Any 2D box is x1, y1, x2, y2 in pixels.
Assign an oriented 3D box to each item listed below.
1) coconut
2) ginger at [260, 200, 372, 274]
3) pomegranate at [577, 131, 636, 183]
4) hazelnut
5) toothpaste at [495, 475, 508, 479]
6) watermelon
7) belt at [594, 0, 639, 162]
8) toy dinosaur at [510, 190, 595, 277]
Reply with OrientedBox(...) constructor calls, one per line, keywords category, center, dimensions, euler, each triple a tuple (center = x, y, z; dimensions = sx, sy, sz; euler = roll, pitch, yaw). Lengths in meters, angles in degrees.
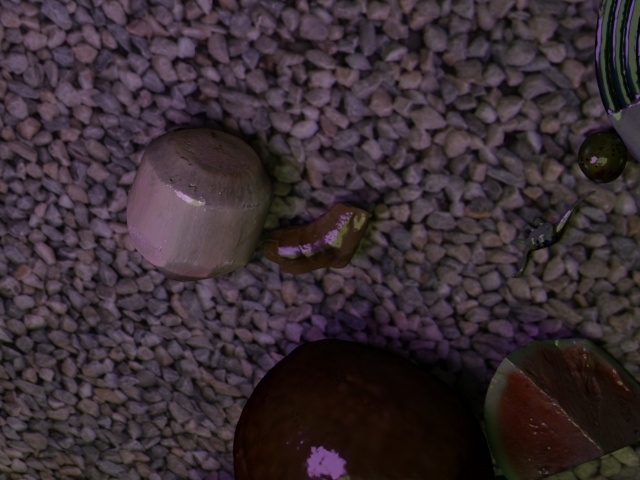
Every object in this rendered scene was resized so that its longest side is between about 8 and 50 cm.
OrientedBox(category="coconut", center=(-0.189, -0.043, 1.508), dimensions=(0.224, 0.224, 0.234), euler=(31, 122, -2))
OrientedBox(category="ginger", center=(-0.001, -0.001, 1.558), dimensions=(0.190, 0.069, 0.095), euler=(-17, 116, 21))
OrientedBox(category="pomegranate", center=(0.399, -0.112, 1.399), dimensions=(0.085, 0.073, 0.073), euler=(22, 121, -15))
OrientedBox(category="hazelnut", center=(0.065, 0.356, 1.572), dimensions=(0.421, 0.352, 0.420), euler=(5, 137, 5))
OrientedBox(category="toothpaste", center=(0.223, 0.456, 1.733), dimensions=(0.267, 0.065, 0.050), euler=(-13, 112, 21))
OrientedBox(category="watermelon", center=(0.368, 0.257, 1.531), dimensions=(0.256, 0.176, 0.260), euler=(-37, 88, -5))
OrientedBox(category="belt", center=(0.498, -0.284, 1.224), dimensions=(0.300, 0.173, 0.436), euler=(18, 116, 16))
OrientedBox(category="toy dinosaur", center=(0.328, -0.013, 1.485), dimensions=(0.058, 0.037, 0.180), euler=(23, 130, -25))
